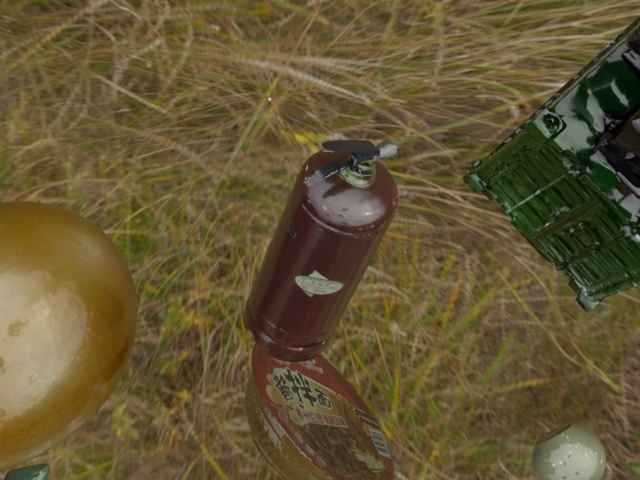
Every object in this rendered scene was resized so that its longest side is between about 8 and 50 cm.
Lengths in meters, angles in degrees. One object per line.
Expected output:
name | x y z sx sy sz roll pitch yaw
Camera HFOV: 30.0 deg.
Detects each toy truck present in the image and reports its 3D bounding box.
toy truck | 0.189 -0.091 0.481 0.259 0.121 0.088 -41 88 -18

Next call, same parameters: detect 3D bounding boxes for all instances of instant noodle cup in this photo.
instant noodle cup | -0.021 0.257 1.616 0.274 0.274 0.091 45 109 -6

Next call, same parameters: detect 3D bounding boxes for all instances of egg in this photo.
egg | -0.369 0.111 1.350 0.351 0.282 0.282 -38 98 -28

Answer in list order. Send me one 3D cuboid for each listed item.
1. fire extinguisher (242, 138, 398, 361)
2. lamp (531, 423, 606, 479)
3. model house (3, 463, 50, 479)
fire extinguisher | 0.000 0.000 1.332 0.135 0.337 0.114 -23 61 -37
lamp | 0.327 0.310 1.479 0.091 0.091 0.163 -28 86 1
model house | -0.570 0.366 1.712 0.280 0.312 0.245 -46 55 8
